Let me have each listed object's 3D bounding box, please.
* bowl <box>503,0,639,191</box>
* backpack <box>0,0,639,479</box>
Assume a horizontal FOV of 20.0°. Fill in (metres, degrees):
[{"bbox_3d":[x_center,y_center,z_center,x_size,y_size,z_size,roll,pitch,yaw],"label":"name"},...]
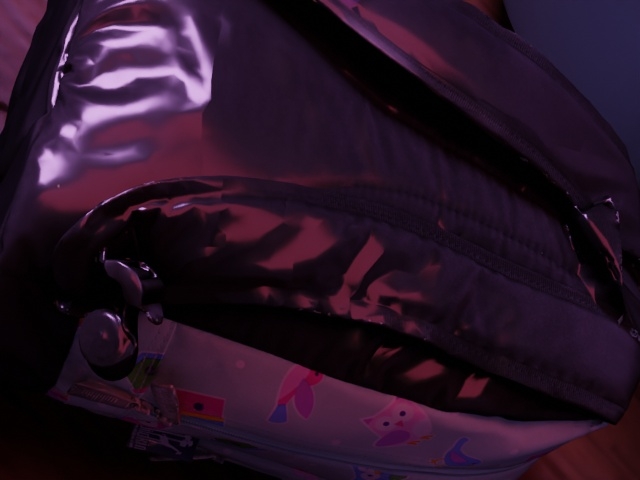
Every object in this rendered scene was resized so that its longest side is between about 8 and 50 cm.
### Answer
[{"bbox_3d":[0.185,-0.108,0.652,0.311,0.163,0.312,16,52,-21],"label":"bowl"},{"bbox_3d":[0.000,0.000,0.500,0.182,0.115,0.152,22,62,-18],"label":"backpack"}]
